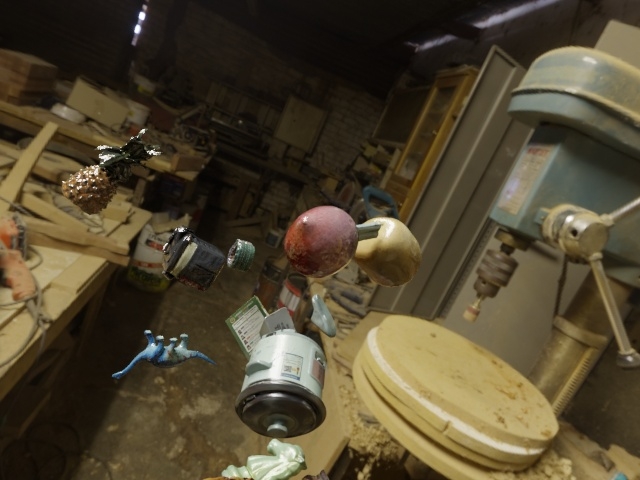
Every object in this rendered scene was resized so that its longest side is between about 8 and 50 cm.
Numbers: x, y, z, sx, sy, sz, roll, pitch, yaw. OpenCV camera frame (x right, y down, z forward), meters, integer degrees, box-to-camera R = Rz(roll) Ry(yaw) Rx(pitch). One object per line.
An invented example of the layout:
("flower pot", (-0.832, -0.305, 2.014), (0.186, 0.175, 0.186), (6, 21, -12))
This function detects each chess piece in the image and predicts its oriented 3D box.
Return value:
("chess piece", (-0.202, 0.853, 1.567), (0.298, 0.175, 0.176), (-25, 38, -24))

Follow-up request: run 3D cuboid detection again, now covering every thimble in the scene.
("thimble", (-0.363, 0.073, 1.928), (0.090, 0.135, 0.118), (18, 24, -30))

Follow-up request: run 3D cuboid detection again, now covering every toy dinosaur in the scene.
("toy dinosaur", (-0.515, 0.371, 1.406), (0.329, 0.144, 0.076), (-2, 4, -22))

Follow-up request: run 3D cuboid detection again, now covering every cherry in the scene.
("cherry", (0.005, 0.007, 1.255), (0.206, 0.239, 0.239), (58, 14, -3))

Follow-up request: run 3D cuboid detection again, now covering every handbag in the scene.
("handbag", (-0.450, 0.063, 1.445), (0.181, 0.181, 0.254), (33, -4, -24))

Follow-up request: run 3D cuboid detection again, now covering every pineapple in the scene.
("pineapple", (-0.729, -0.258, 1.488), (0.165, 0.364, 0.165), (42, -8, 8))

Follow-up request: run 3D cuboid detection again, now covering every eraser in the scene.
("eraser", (-0.118, 0.420, 1.512), (0.077, 0.352, 0.111), (-18, 3, 44))

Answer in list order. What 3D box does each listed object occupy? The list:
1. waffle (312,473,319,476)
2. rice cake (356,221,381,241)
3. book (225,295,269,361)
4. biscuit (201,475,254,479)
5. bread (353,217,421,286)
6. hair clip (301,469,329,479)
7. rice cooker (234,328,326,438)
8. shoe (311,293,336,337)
("waffle", (-0.088, 0.934, 1.516), (0.054, 0.223, 0.204), (61, 6, 11))
("rice cake", (0.197, -0.038, 1.967), (0.226, 0.085, 0.040), (-10, 30, -43))
("book", (-0.322, 0.431, 2.035), (0.264, 0.202, 0.027), (52, 6, 25))
("biscuit", (-0.246, 0.699, 0.969), (0.334, 0.289, 0.081), (13, -22, -38))
("bread", (0.348, 0.077, 2.232), (0.376, 0.348, 0.252), (48, 30, -43))
("hair clip", (0.065, 0.806, 1.253), (0.300, 0.069, 0.173), (40, -12, 31))
("rice cooker", (-0.110, 0.441, 1.266), (0.316, 0.264, 0.316), (56, 23, -38))
("shoe", (0.000, 0.328, 1.789), (0.079, 0.078, 0.195), (16, 49, -66))
